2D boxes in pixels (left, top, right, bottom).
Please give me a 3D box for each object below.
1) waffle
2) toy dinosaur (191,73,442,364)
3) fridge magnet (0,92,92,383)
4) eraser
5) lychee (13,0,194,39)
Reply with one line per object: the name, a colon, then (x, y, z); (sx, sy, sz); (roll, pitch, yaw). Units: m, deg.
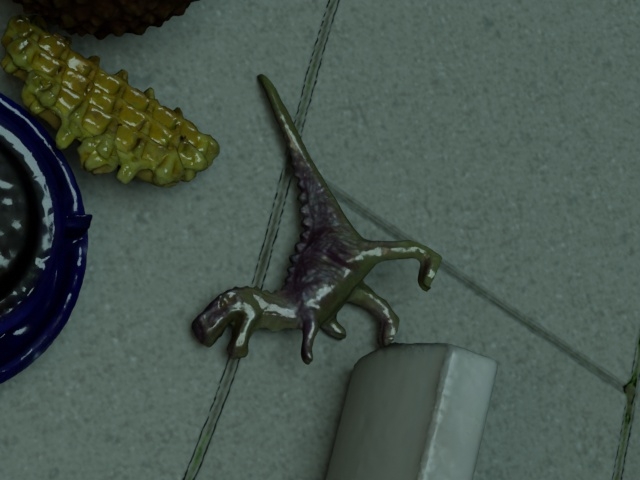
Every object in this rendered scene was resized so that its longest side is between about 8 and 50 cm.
waffle: (-0.180, -0.118, 1.527); (0.192, 0.046, 0.160); (50, 31, 13)
toy dinosaur: (0.001, 0.000, 1.593); (0.199, 0.072, 0.251); (22, 80, -9)
fridge magnet: (-0.305, -0.008, 1.424); (0.265, 0.112, 0.265); (7, 74, -24)
eraser: (0.056, 0.226, 1.506); (0.095, 0.174, 0.270); (22, 70, -19)
lychee: (-0.175, -0.299, 1.456); (0.271, 0.271, 0.271); (6, 76, -24)
